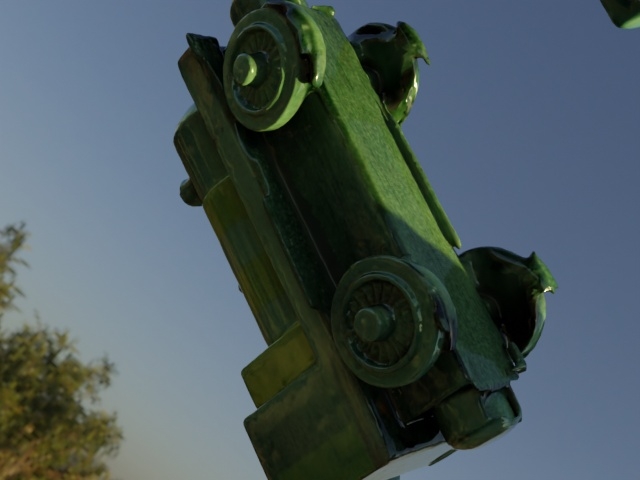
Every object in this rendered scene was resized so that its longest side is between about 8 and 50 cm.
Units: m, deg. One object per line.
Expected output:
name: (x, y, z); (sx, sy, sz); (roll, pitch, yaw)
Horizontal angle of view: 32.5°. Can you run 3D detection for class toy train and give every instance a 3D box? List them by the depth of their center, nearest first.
toy train: (0.001, 0.000, 0.432); (0.132, 0.083, 0.200); (-42, -116, 39)

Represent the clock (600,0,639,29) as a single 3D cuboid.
clock: (0.067, -0.232, 0.383); (0.231, 0.116, 0.262); (14, 51, -57)
